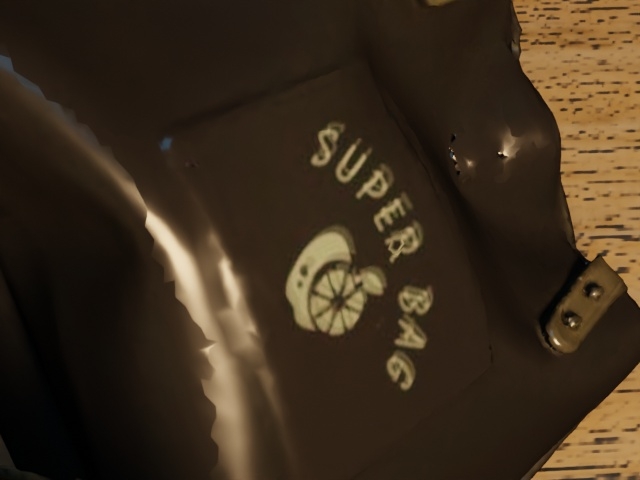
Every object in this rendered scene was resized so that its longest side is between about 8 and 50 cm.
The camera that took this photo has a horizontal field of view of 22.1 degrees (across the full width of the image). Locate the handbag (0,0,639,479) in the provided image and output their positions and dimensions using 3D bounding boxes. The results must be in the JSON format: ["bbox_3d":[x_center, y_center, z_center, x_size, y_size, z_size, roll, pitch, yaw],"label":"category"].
[{"bbox_3d":[0.000,0.000,0.674,0.288,0.152,0.342,-29,110,-26],"label":"handbag"}]

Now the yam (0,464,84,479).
[{"bbox_3d":[-0.178,0.150,0.535,0.348,0.241,0.241,12,60,27],"label":"yam"}]
